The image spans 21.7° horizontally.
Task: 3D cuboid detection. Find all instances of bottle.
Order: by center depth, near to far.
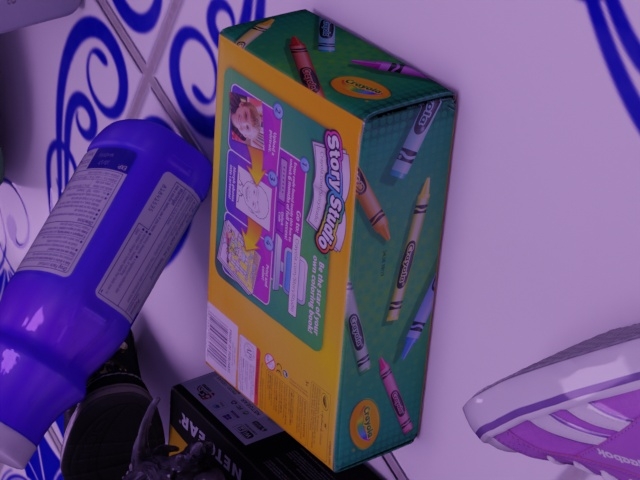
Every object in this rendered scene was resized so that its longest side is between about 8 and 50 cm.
[{"bbox_3d":[-0.190,0.040,1.305,0.092,0.283,0.118,37,159,-26],"label":"bottle"}]

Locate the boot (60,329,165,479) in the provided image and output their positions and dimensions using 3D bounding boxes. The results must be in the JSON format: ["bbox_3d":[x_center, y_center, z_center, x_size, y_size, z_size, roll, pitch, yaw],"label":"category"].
[{"bbox_3d":[-0.186,0.130,1.429,0.236,0.085,0.179,98,163,-54],"label":"boot"}]

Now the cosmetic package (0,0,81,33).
[{"bbox_3d":[-0.448,-0.341,1.369,0.327,0.393,0.329,39,139,41],"label":"cosmetic package"}]

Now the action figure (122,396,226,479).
[{"bbox_3d":[-0.095,0.254,1.222,0.276,0.141,0.164,56,144,19],"label":"action figure"}]

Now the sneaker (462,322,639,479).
[{"bbox_3d":[0.194,0.125,0.930,0.282,0.102,0.161,-22,89,57],"label":"sneaker"}]

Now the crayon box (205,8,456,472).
[{"bbox_3d":[0.000,0.000,1.169,0.165,0.081,0.278,35,131,42],"label":"crayon box"}]

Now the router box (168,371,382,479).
[{"bbox_3d":[-0.010,0.277,1.307,0.309,0.081,0.243,37,133,42],"label":"router box"}]

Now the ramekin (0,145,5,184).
[{"bbox_3d":[-0.436,-0.133,1.616,0.303,0.148,0.303,47,159,24],"label":"ramekin"}]
